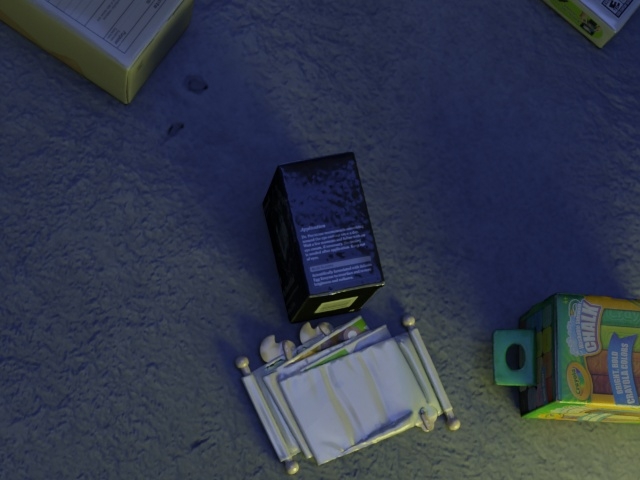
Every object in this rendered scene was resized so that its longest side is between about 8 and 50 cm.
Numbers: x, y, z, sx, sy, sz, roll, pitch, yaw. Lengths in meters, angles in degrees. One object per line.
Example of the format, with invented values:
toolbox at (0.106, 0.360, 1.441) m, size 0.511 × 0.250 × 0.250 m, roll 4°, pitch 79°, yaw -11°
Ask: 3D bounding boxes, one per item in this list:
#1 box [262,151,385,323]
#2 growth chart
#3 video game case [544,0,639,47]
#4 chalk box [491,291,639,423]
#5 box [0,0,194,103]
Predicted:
box at (0.000, 0.000, 1.464) m, size 0.093 × 0.156 × 0.158 m, roll -10°, pitch 77°, yaw -12°
growth chart at (0.031, 0.172, 1.494) m, size 0.237 × 0.021 × 0.172 m, roll -15°, pitch 78°, yaw -14°
video game case at (0.365, -0.432, 1.697) m, size 0.244 × 0.061 × 0.269 m, roll 41°, pitch 72°, yaw 1°
chalk box at (0.309, 0.140, 1.495) m, size 0.213 × 0.132 × 0.132 m, roll 4°, pitch 74°, yaw -10°
box at (-0.315, -0.317, 1.508) m, size 0.311 × 0.121 × 0.148 m, roll 35°, pitch 72°, yaw 0°
